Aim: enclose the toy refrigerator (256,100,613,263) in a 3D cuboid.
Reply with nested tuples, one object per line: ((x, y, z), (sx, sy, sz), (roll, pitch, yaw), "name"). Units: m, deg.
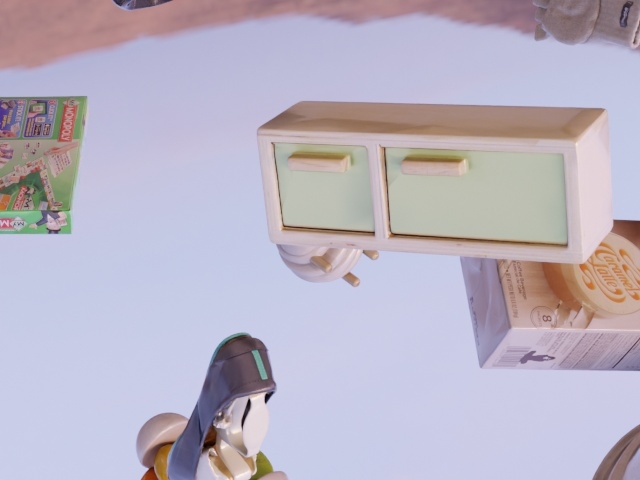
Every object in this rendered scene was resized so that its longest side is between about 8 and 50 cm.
((0.089, -0.049, 1.333), (0.269, 0.102, 0.094), (4, -158, 26), "toy refrigerator")

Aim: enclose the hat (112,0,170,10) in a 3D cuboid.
((-0.206, -0.384, 2.160), (0.331, 0.134, 0.331), (-29, 167, -7), "hat")

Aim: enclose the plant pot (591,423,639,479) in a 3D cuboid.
((0.464, 0.266, 1.736), (0.333, 0.334, 0.305), (-14, 153, -11), "plant pot")

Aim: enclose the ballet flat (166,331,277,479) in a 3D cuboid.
((-0.079, 0.163, 1.394), (0.074, 0.203, 0.074), (12, -136, -12), "ballet flat")

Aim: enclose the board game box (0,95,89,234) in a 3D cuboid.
((-0.465, -0.117, 2.497), (0.213, 0.046, 0.317), (0, -144, -2), "board game box")

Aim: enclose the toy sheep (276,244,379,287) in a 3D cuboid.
((0.000, 0.000, 1.604), (0.091, 0.091, 0.132), (-5, 159, 25), "toy sheep")

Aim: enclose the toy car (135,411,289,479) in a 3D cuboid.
((-0.136, 0.286, 1.932), (0.182, 0.136, 0.159), (-2, -138, -52), "toy car")

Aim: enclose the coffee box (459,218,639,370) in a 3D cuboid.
((0.285, 0.056, 1.748), (0.246, 0.141, 0.098), (1, 149, -16), "coffee box")

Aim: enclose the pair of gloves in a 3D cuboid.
((0.350, -0.357, 2.074), (0.042, 0.240, 0.204), (10, -179, -39), "pair of gloves")
